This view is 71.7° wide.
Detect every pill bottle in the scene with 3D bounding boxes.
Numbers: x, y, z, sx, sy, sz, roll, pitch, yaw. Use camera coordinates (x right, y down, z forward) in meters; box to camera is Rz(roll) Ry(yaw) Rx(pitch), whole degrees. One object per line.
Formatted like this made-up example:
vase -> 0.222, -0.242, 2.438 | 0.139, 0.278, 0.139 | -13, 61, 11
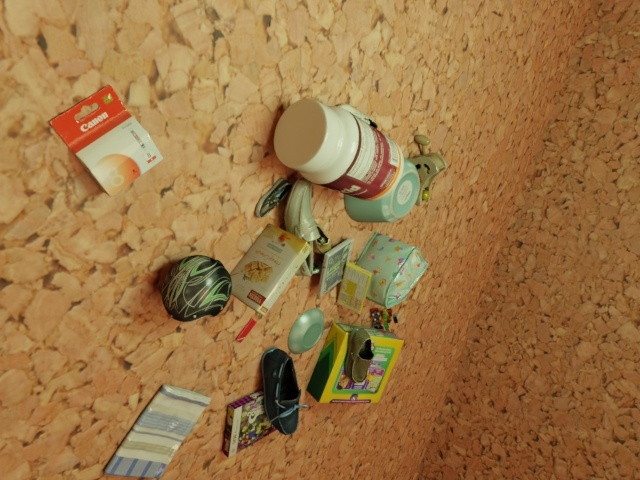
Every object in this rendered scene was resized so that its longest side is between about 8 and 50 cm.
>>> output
pill bottle -> 0.063, -0.258, 1.312 | 0.392, 0.224, 0.224 | 11, 101, -51

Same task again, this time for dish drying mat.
dish drying mat -> -0.240, 0.293, 1.437 | 0.083, 0.008, 0.032 | -52, 140, -16

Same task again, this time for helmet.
helmet -> -0.318, 0.121, 1.126 | 0.169, 0.169, 0.161 | -67, 158, 3

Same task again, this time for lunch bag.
lunch bag -> 0.255, 0.129, 1.752 | 0.262, 0.223, 0.160 | -54, 135, -12

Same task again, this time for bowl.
bowl -> 0.246, -0.189, 1.617 | 0.311, 0.163, 0.312 | -26, 128, -38

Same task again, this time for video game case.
video game case -> -0.240, 0.642, 1.602 | 0.232, 0.041, 0.210 | -10, 116, -47
video game case -> 0.057, 0.094, 1.622 | 0.190, 0.022, 0.173 | -30, 137, -52

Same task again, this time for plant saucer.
plant saucer -> -0.041, 0.353, 1.682 | 0.195, 0.037, 0.195 | -26, 127, -39

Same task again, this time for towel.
towel -> -0.467, 0.566, 1.302 | 0.285, 0.034, 0.209 | -56, 141, -11

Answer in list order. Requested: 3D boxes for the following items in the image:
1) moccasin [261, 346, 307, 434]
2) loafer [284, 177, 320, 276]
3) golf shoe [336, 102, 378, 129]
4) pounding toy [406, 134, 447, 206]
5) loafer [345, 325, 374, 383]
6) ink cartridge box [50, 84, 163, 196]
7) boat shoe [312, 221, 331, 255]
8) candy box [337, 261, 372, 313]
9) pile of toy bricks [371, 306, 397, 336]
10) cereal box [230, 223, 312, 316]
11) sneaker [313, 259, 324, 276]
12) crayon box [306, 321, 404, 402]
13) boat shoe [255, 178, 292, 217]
moccasin -> -0.130, 0.549, 1.559 | 0.137, 0.116, 0.342 | -30, 116, -42
loafer -> -0.051, -0.036, 1.377 | 0.112, 0.111, 0.320 | -45, 146, -58
golf shoe -> 0.118, -0.391, 1.416 | 0.176, 0.086, 0.069 | -1, 112, -48
pounding toy -> 0.442, -0.286, 1.799 | 0.154, 0.154, 0.270 | -26, 129, -39
loafer -> 0.158, 0.467, 1.752 | 0.094, 0.087, 0.251 | -14, 113, -30
ink cartridge box -> -0.429, -0.202, 0.912 | 0.145, 0.045, 0.179 | -45, 141, -24
boat shoe -> 0.000, 0.000, 1.504 | 0.068, 0.072, 0.190 | -55, 142, -13
candy box -> 0.129, 0.185, 1.701 | 0.027, 0.105, 0.206 | -47, 155, -49
pile of toy bricks -> 0.304, 0.365, 2.061 | 0.105, 0.118, 0.212 | -80, 153, -54
cereal box -> -0.156, 0.079, 1.283 | 0.240, 0.173, 0.047 | -55, 141, -14
sneaker -> -0.002, 0.118, 1.595 | 0.098, 0.038, 0.069 | -23, 126, -40
crayon box -> 0.155, 0.531, 1.898 | 0.362, 0.106, 0.313 | 17, 96, -39
boat shoe -> -0.137, -0.123, 1.300 | 0.142, 0.040, 0.049 | -55, 142, -13
